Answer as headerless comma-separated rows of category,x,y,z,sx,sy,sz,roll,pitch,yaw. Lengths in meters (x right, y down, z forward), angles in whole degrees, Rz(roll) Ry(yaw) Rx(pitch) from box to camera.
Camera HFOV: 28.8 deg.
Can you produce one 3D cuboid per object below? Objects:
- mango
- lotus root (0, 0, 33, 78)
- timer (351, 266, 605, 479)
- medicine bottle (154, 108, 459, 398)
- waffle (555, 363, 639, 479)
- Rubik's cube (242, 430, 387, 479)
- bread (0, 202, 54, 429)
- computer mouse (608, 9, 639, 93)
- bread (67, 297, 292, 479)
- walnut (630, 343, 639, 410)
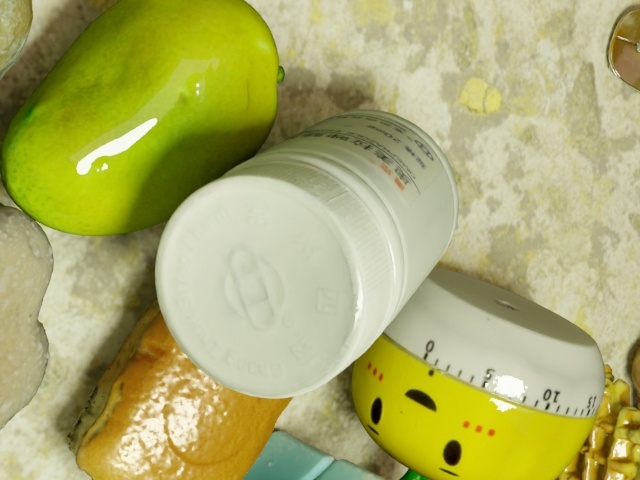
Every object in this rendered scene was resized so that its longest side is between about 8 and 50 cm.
mango,-0.151,-0.108,1.102,0.273,0.149,0.185,-48,132,-12
lotus root,-0.361,-0.142,0.927,0.349,0.175,0.175,-30,116,-18
timer,0.147,0.189,1.323,0.285,0.285,0.285,-9,105,-35
medicine bottle,0.000,0.000,1.113,0.332,0.189,0.190,-40,129,-67
waffle,0.312,0.295,1.502,0.065,0.283,0.309,8,139,-30
Rubik's cube,0.000,0.434,1.224,0.322,0.316,0.319,-40,121,-22
bread,-0.308,0.071,1.023,0.183,0.102,0.337,-25,132,-51
computer mouse,0.438,-0.219,1.576,0.199,0.045,0.102,23,83,-38
bread,-0.125,0.148,1.192,0.174,0.121,0.245,44,76,-35
walnut,0.536,0.189,1.635,0.257,0.257,0.224,-29,148,-28
